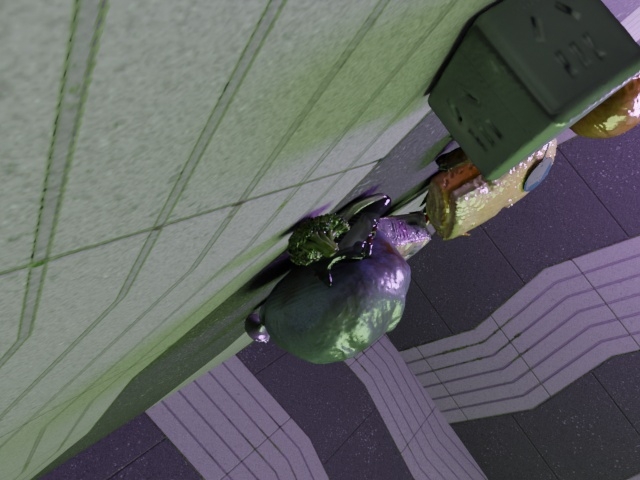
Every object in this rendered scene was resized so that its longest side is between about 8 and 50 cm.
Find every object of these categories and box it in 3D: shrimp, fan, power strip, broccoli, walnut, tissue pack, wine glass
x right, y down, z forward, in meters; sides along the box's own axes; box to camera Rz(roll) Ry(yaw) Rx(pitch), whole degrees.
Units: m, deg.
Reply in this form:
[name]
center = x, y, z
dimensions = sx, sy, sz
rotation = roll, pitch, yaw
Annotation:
[shrimp]
center = 0.341, -0.213, 1.109
dimensions = 0.152, 0.046, 0.219
rotation = -47, -166, -30
[fan]
center = 0.603, -0.201, 1.411
dimensions = 0.113, 0.005, 0.175
rotation = -34, 146, -18
[power strip]
center = 0.226, -0.169, 0.606
dimensions = 0.139, 0.140, 0.224
rotation = -35, 172, -13
[broccoli]
center = 0.000, 0.000, 0.860
dimensions = 0.097, 0.092, 0.095
rotation = 0, 126, -50
[walnut]
center = 0.613, -0.320, 1.125
dimensions = 0.221, 0.195, 0.195
rotation = -16, 162, -37
[tissue pack]
center = 0.172, 0.025, 1.508
dimensions = 0.215, 0.123, 0.257
rotation = -8, 157, -31
[wine glass]
center = -0.139, 0.227, 1.565
dimensions = 0.103, 0.103, 0.222
rotation = -27, 169, -47

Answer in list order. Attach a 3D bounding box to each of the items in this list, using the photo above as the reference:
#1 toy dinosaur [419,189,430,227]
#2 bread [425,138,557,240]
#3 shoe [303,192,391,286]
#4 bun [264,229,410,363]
[toy dinosaur]
center = 0.319, -0.104, 1.633
dimensions = 0.327, 0.113, 0.206
rotation = -48, 143, 13
[bread]
center = 0.484, -0.165, 1.487
dimensions = 0.375, 0.165, 0.237
rotation = -32, 149, -13
[shoe]
center = 0.057, 0.000, 1.007
dimensions = 0.227, 0.112, 0.099
rotation = -32, 171, -9
[bun]
center = 0.046, 0.130, 1.161
dimensions = 0.362, 0.211, 0.362
rotation = -36, -164, 11
